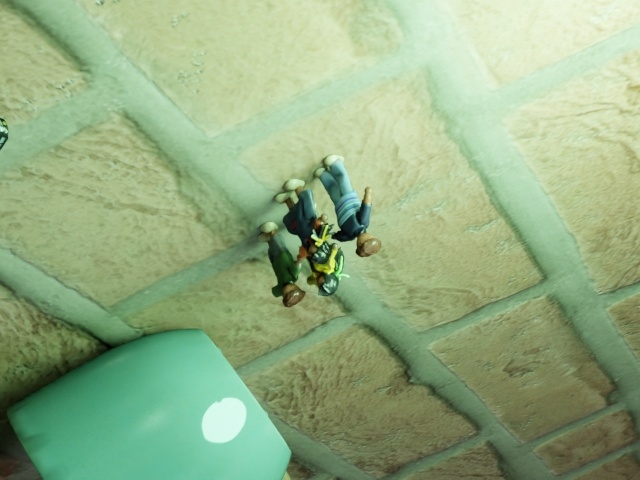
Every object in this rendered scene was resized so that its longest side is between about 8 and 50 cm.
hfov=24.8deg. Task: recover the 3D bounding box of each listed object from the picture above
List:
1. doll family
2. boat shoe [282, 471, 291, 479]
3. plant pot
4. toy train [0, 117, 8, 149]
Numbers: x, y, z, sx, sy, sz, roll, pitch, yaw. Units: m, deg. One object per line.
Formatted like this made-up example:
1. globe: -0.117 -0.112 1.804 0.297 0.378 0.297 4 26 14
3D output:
1. doll family: 0.000 0.000 1.509 0.076 0.111 0.193 -9 151 -22
2. boat shoe: -0.176 0.355 2.076 0.285 0.103 0.092 5 149 -34
3. plant pot: -0.178 0.239 1.666 0.235 0.293 0.293 -37 155 -8
4. toy train: -0.315 -0.057 1.280 0.036 0.027 0.158 -8 152 -46
